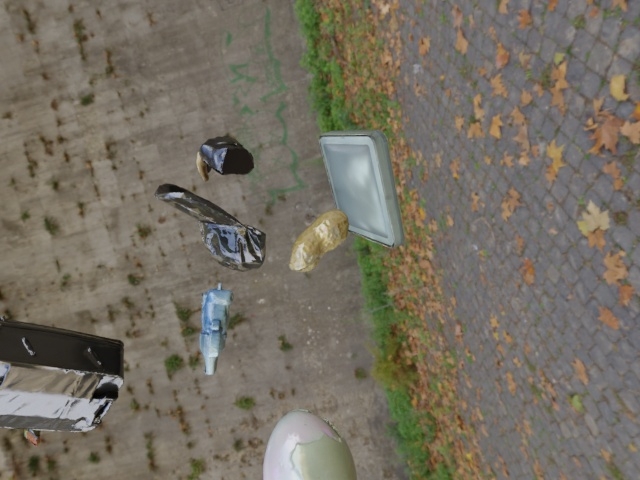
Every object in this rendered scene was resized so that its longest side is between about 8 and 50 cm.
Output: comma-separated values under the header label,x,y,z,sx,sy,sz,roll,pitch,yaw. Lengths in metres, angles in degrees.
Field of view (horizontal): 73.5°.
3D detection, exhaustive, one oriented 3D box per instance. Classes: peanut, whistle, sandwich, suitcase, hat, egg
label,x,y,z,sx,sy,sz,roll,pitch,yaw
peanut,0.000,0.000,0.893,0.080,0.174,0.080,34,153,20
whistle,-0.309,0.259,1.266,0.180,0.093,0.269,-179,93,-82
sandwich,-0.961,0.650,1.436,0.069,0.026,0.101,42,127,11
suitcase,-0.766,0.370,1.152,0.434,0.283,0.194,23,-158,-34
hat,-0.397,-0.037,1.500,0.366,0.382,0.257,22,101,56
egg,-0.027,0.450,0.854,0.183,0.183,0.217,80,165,-63

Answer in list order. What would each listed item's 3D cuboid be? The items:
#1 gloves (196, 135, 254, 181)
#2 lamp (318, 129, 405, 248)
label,x,y,z,sx,sy,sz,roll,pitch,yaw
gloves,-0.340,-0.286,1.500,0.301,0.197,0.152,-3,92,52
lamp,0.093,-0.129,1.027,0.269,0.047,0.266,27,134,61
